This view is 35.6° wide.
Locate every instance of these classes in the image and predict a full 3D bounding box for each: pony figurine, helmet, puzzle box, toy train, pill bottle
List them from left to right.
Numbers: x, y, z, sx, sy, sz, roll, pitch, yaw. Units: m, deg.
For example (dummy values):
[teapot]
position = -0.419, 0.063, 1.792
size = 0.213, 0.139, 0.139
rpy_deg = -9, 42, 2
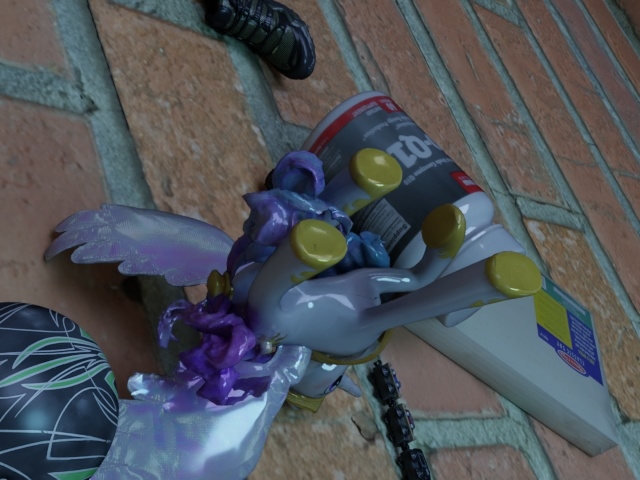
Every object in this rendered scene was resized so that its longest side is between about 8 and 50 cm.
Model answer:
[helmet]
position = -0.225, 0.122, 0.705
size = 0.169, 0.161, 0.169
rpy_deg = 31, 38, -28
[pony figurine]
position = -0.044, 0.067, 0.884
size = 0.350, 0.363, 0.303
rpy_deg = 9, 57, -27
[toy train]
position = 0.094, 0.210, 1.151
size = 0.036, 0.027, 0.158
rpy_deg = 18, 45, -47
[pill bottle]
position = 0.113, -0.040, 1.251
size = 0.283, 0.161, 0.161
rpy_deg = 48, 29, 20
[puzzle box]
position = 0.272, 0.112, 1.454
size = 0.409, 0.052, 0.272
rpy_deg = 36, 34, -23

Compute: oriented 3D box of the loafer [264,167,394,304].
[loafer]
position = 0.000, 0.000, 1.200
size = 0.223, 0.078, 0.076
rpy_deg = 46, 2, 22

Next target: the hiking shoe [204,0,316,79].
[hiking shoe]
position = -0.106, -0.302, 1.385
size = 0.227, 0.086, 0.114
rpy_deg = 48, 45, 5
